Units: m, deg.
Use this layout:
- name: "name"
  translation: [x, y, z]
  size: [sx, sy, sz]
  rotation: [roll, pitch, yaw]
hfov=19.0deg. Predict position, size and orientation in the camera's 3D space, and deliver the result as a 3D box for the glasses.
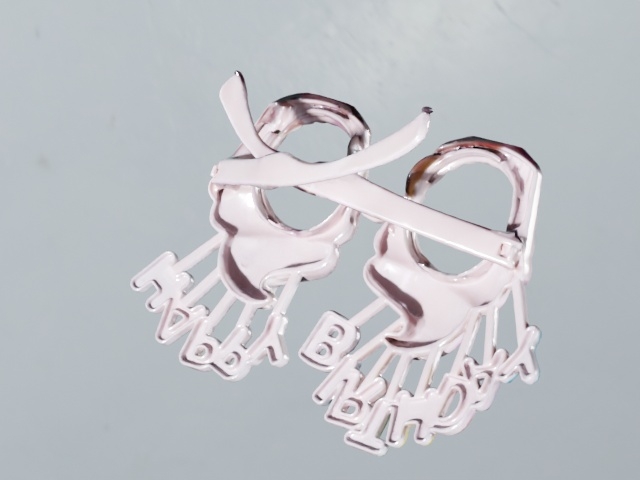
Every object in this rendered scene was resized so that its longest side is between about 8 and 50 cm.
- name: "glasses"
  translation: [0.002, 0.008, 0.923]
  size: [0.095, 0.255, 0.162]
  rotation: [22, 86, -48]
